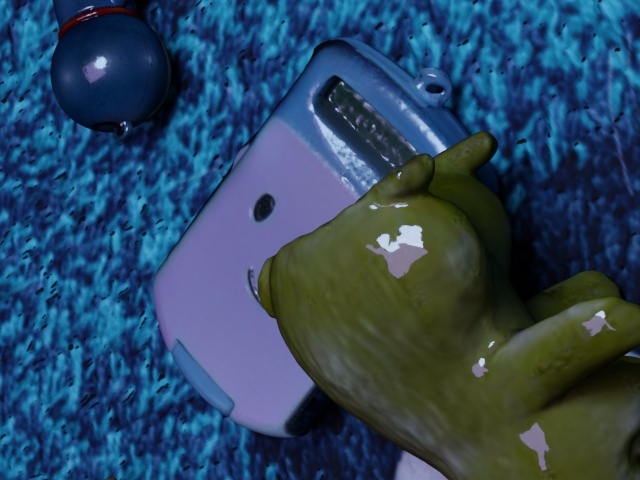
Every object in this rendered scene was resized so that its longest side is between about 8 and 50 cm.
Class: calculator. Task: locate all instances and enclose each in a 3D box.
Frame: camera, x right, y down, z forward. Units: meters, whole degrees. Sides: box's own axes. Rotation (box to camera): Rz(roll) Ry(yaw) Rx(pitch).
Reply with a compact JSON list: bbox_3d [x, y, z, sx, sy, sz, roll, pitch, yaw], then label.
[{"bbox_3d":[0.000,0.000,1.292,0.173,0.051,0.293,46,114,21],"label":"calculator"}]

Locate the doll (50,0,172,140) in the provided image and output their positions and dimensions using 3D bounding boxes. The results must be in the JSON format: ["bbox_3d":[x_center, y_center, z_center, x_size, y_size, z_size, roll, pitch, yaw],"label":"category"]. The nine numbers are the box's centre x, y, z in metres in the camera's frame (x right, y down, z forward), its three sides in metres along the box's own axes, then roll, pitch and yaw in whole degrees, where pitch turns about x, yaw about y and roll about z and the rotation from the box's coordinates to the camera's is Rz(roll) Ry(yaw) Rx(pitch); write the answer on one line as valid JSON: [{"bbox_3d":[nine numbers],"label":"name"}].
[{"bbox_3d":[-0.155,-0.140,1.363,0.114,0.085,0.152,-35,64,43],"label":"doll"}]

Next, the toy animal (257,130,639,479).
[{"bbox_3d":[0.135,0.097,1.136,0.363,0.181,0.180,43,102,1],"label":"toy animal"}]

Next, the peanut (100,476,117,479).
[{"bbox_3d":[-0.190,0.262,1.399,0.083,0.093,0.194,32,111,41],"label":"peanut"}]
